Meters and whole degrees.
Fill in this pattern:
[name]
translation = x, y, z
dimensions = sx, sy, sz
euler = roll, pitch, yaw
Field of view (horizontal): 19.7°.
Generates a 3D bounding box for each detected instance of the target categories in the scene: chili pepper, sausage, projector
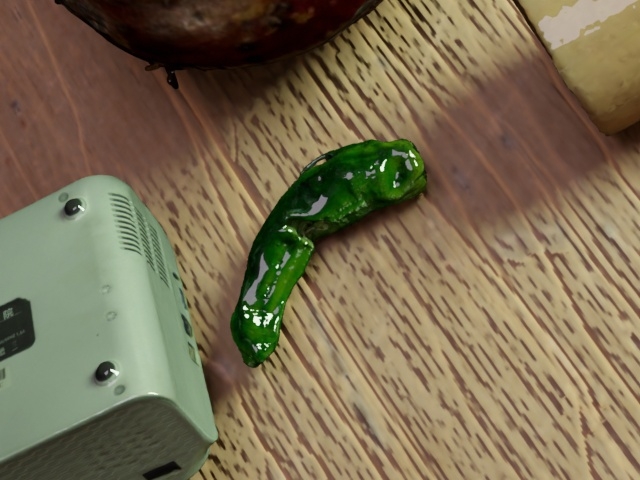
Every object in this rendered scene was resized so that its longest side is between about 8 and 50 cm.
[chili pepper]
translation = -0.006, -0.002, 1.213
dimensions = 0.073, 0.050, 0.182
euler = 39, 89, 22
[sausage]
translation = 0.252, -0.172, 1.138
dimensions = 0.253, 0.123, 0.123
euler = -30, 62, 8
[projector]
translation = -0.208, 0.093, 1.197
dimensions = 0.250, 0.108, 0.198
euler = -26, 47, 10

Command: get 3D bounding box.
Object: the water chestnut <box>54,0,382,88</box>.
[water chestnut]
translation = -0.085, -0.276, 1.195
dimensions = 0.335, 0.347, 0.335
euler = -4, 78, 20
